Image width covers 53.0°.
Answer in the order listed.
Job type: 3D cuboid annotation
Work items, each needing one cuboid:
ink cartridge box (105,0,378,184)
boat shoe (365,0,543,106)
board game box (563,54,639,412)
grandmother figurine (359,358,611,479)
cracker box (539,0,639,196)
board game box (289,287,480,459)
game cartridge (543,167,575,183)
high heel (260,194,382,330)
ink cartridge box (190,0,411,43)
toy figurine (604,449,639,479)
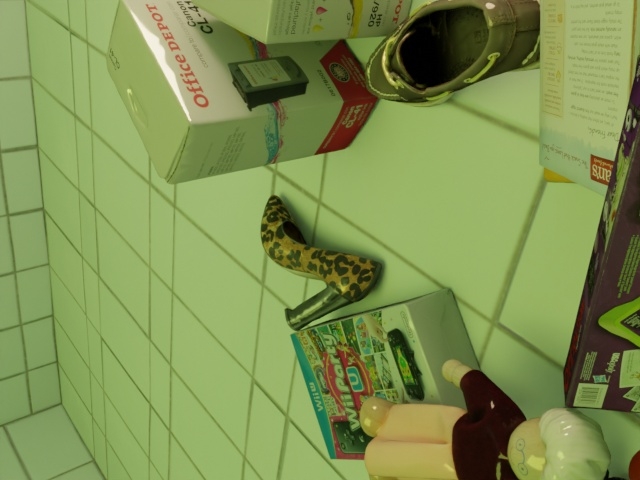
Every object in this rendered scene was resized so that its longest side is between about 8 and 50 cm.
[{"bbox_3d":[-0.106,-0.224,0.899,0.226,0.306,0.131,60,142,17],"label":"ink cartridge box"},{"bbox_3d":[0.129,-0.215,0.733,0.324,0.097,0.116,10,110,64],"label":"boat shoe"},{"bbox_3d":[0.313,0.020,0.479,0.208,0.056,0.347,5,134,14],"label":"board game box"},{"bbox_3d":[0.168,0.238,0.710,0.342,0.104,0.208,-31,74,58],"label":"grandmother figurine"},{"bbox_3d":[0.240,-0.161,0.523,0.156,0.067,0.232,-106,10,-70],"label":"cracker box"},{"bbox_3d":[0.099,0.214,0.976,0.303,0.097,0.224,-25,82,54],"label":"board game box"},{"bbox_3d":[0.344,-0.184,0.550,0.324,0.053,0.285,10,111,48],"label":"game cartridge"},{"bbox_3d":[0.000,0.000,1.069,0.186,0.093,0.261,-31,59,26],"label":"high heel"},{"bbox_3d":[-0.012,-0.353,0.790,0.168,0.233,0.171,38,130,36],"label":"ink cartridge box"},{"bbox_3d":[0.329,0.316,0.628,0.213,0.148,0.209,-43,39,47],"label":"toy figurine"}]
